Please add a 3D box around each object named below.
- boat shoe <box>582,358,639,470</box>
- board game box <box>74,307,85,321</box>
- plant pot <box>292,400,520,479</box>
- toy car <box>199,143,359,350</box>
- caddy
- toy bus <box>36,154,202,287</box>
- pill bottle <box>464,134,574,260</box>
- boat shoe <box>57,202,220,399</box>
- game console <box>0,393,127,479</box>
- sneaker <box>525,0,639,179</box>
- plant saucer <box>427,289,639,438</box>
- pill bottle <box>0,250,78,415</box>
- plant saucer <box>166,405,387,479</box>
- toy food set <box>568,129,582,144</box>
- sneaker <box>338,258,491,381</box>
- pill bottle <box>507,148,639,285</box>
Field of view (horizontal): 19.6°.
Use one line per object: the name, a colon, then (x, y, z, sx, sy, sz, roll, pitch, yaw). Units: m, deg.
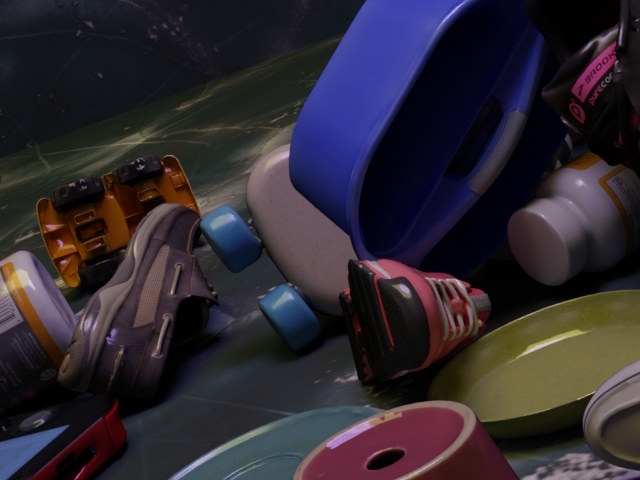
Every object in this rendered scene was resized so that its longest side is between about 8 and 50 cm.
boat shoe: (0.310, 0.134, 1.347, 0.268, 0.096, 0.088, -4, 17, 28)
board game box: (-0.270, 0.103, 2.394, 0.124, 0.039, 0.259, -9, 17, 38)
plant pot: (0.073, 0.214, 1.225, 0.201, 0.180, 0.201, -20, 14, 5)
toy car: (0.000, 0.000, 2.130, 0.219, 0.210, 0.238, -37, -4, -7)
caddy: (0.130, -0.115, 1.883, 0.179, 0.241, 0.341, 33, 94, 45)
toy bus: (-0.286, -0.027, 2.702, 0.220, 0.149, 0.211, -21, -1, -2)
pill bottle: (0.222, -0.077, 2.122, 0.130, 0.130, 0.245, -17, 16, 19)
boat shoe: (-0.193, 0.083, 2.184, 0.355, 0.130, 0.132, -64, -1, -54)
game console: (-0.412, 0.283, 1.919, 0.342, 0.060, 0.386, -11, 18, 36)
sneaker: (0.309, -0.095, 1.684, 0.202, 0.185, 0.483, 10, 33, -26)
plant saucer: (0.213, 0.115, 1.648, 0.241, 0.037, 0.241, -20, 15, 6)
pill bottle: (-0.428, 0.143, 2.204, 0.278, 0.162, 0.162, -30, 15, -1)
plant saucer: (-0.050, 0.226, 1.607, 0.318, 0.043, 0.317, -22, 15, 6)
toy food set: (0.292, -0.196, 2.483, 0.111, 0.104, 0.232, -18, 16, 16)
sneaker: (0.098, 0.063, 1.754, 0.136, 0.116, 0.314, -13, -4, -5)
pill bottle: (0.295, -0.038, 1.906, 0.208, 0.117, 0.117, -31, 17, -30)
